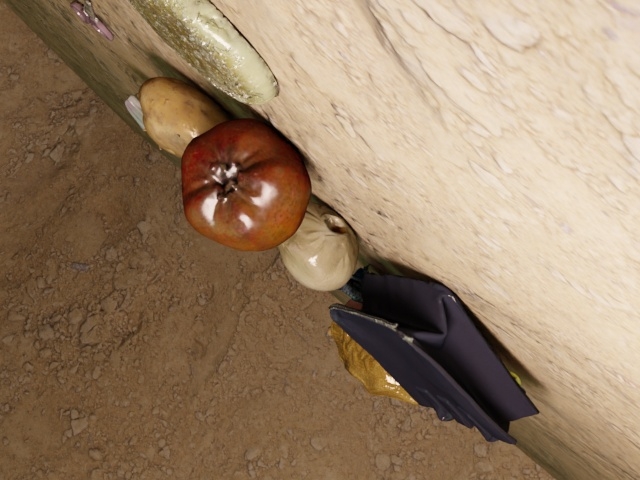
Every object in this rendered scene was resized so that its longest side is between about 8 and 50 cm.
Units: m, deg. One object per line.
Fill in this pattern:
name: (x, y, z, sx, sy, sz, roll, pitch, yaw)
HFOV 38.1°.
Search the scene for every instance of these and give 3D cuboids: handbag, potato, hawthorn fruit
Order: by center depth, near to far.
hawthorn fruit: (-0.107, -0.085, 1.456, 0.208, 0.208, 0.248, 40, -169, 10)
handbag: (0.199, 0.202, 1.619, 0.329, 0.122, 0.303, 48, 164, -20)
potato: (-0.227, -0.197, 1.647, 0.234, 0.128, 0.161, 37, 180, -13)

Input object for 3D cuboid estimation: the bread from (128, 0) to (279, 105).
bread: (-0.160, -0.257, 1.140, 0.267, 0.040, 0.267, 40, 174, 5)

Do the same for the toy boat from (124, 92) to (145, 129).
toy boat: (-0.296, -0.229, 2.027, 0.290, 0.100, 0.199, 41, 174, -12)

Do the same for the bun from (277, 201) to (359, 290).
bun: (0.000, 0.000, 1.679, 0.173, 0.113, 0.167, 32, -140, -23)

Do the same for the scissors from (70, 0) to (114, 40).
scissors: (-0.455, -0.446, 1.828, 0.110, 0.021, 0.212, 40, 176, -10)

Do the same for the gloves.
gloves: (0.157, 0.236, 1.966, 0.356, 0.203, 0.155, 15, 168, 39)

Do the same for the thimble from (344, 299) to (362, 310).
thimble: (0.144, 0.192, 2.167, 0.189, 0.125, 0.163, 43, 175, -13)

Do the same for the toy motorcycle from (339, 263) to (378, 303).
toy motorcycle: (0.093, 0.100, 1.915, 0.135, 0.092, 0.254, 32, -172, 28)
